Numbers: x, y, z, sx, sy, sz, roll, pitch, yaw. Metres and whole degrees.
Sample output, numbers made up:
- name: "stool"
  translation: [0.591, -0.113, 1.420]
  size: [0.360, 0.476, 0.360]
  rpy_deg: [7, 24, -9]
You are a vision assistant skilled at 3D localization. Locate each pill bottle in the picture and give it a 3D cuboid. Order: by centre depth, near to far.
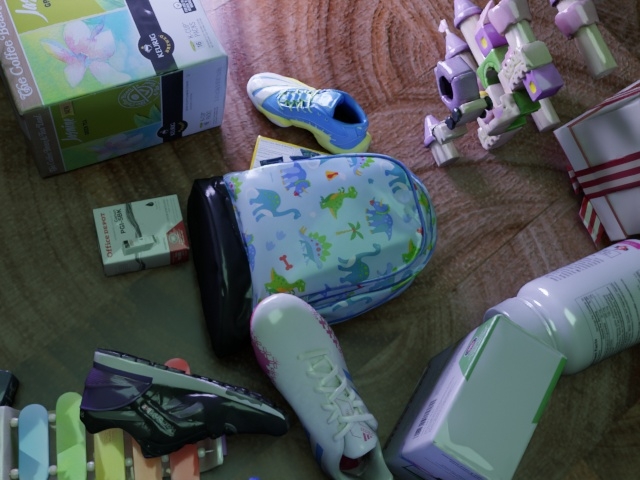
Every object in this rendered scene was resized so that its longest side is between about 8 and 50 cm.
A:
- name: "pill bottle"
  translation: [0.413, 0.117, 1.346]
  size: [0.283, 0.160, 0.160]
  rpy_deg: [-21, 73, -17]

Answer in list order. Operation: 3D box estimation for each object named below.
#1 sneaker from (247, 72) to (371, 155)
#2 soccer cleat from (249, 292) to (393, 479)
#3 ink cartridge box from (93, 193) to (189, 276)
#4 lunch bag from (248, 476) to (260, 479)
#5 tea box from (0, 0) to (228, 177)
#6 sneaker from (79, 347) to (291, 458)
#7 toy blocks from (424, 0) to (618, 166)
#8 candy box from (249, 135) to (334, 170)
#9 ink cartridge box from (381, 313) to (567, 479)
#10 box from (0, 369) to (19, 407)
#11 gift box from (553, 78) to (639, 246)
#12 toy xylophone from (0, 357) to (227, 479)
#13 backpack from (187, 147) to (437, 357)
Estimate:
- name: "sneaker"
  translation: [-0.012, -0.236, 1.437]
  size: [0.240, 0.126, 0.091]
  rpy_deg: [29, 66, 3]
- name: "soccer cleat"
  translation: [0.016, 0.217, 1.171]
  size: [0.116, 0.143, 0.331]
  rpy_deg: [-35, 119, -19]
- name: "ink cartridge box"
  translation: [-0.284, -0.008, 1.339]
  size: [0.135, 0.056, 0.099]
  rpy_deg: [-12, 71, -14]
- name: "lunch bag"
  translation: [0.033, 0.497, 0.996]
  size: [0.327, 0.239, 0.385]
  rpy_deg: [11, 69, -7]
- name: "tea box"
  translation: [-0.360, -0.327, 1.366]
  size: [0.323, 0.220, 0.329]
  rpy_deg: [-21, 73, -16]
- name: "sneaker"
  translation: [-0.185, 0.243, 1.154]
  size: [0.283, 0.107, 0.124]
  rpy_deg: [16, 81, 1]
- name: "toy blocks"
  translation: [0.276, -0.312, 1.431]
  size: [0.309, 0.288, 0.260]
  rpy_deg: [-20, 79, -14]
- name: "candy box"
  translation: [-0.019, -0.103, 1.436]
  size: [0.206, 0.027, 0.105]
  rpy_deg: [14, 66, -4]
- name: "ink cartridge box"
  translation: [0.203, 0.247, 1.197]
  size: [0.117, 0.278, 0.201]
  rpy_deg: [32, 67, 1]
- name: "box"
  translation: [-0.569, 0.250, 1.186]
  size: [0.232, 0.059, 0.183]
  rpy_deg: [13, 67, -3]
- name: "gift box"
  translation: [0.576, -0.133, 1.430]
  size: [0.255, 0.258, 0.276]
  rpy_deg: [-25, 94, -20]
- name: "toy xylophone"
  translation: [-0.287, 0.310, 1.196]
  size: [0.322, 0.081, 0.236]
  rpy_deg: [-12, 71, -14]
- name: "backpack"
  translation: [0.000, 0.000, 1.295]
  size: [0.355, 0.273, 0.290]
  rpy_deg: [-2, 66, -21]
